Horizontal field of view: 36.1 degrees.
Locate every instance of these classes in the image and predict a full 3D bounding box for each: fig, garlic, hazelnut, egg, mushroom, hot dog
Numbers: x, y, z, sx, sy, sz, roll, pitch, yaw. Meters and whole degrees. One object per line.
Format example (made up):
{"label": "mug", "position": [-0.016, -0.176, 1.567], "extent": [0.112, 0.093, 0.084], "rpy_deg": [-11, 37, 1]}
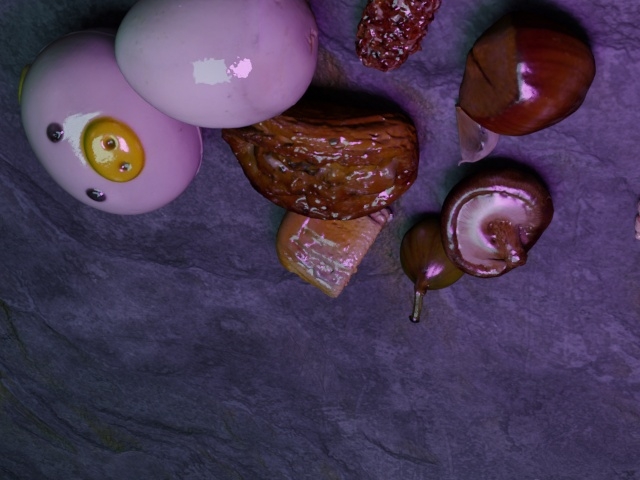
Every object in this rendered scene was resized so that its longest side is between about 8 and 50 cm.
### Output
{"label": "fig", "position": [0.214, 0.041, 1.958], "extent": [0.142, 0.186, 0.148], "rpy_deg": [44, 130, 4]}
{"label": "garlic", "position": [0.287, -0.196, 1.774], "extent": [0.084, 0.066, 0.152], "rpy_deg": [27, 143, 41]}
{"label": "hazelnut", "position": [0.337, -0.268, 1.605], "extent": [0.181, 0.181, 0.212], "rpy_deg": [52, 138, 12]}
{"label": "egg", "position": [-0.177, -0.329, 1.676], "extent": [0.345, 0.283, 0.283], "rpy_deg": [-6, 132, 10]}
{"label": "mushroom", "position": [0.327, -0.044, 1.855], "extent": [0.194, 0.138, 0.231], "rpy_deg": [41, 118, 0]}
{"label": "hot dog", "position": [-0.010, -0.165, 1.855], "extent": [0.388, 0.174, 0.267], "rpy_deg": [9, 146, 17]}

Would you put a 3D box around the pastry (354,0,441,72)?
{"label": "pastry", "position": [0.127, -0.364, 1.650], "extent": [0.115, 0.097, 0.208], "rpy_deg": [36, 140, 3]}

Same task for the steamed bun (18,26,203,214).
{"label": "steamed bun", "position": [-0.397, -0.224, 1.882], "extent": [0.334, 0.334, 0.374], "rpy_deg": [-9, 123, 32]}

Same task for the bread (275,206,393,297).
{"label": "bread", "position": [0.000, 0.000, 2.039], "extent": [0.204, 0.162, 0.262], "rpy_deg": [34, 125, 6]}

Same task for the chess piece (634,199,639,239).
{"label": "chess piece", "position": [0.595, -0.035, 1.811], "extent": [0.035, 0.035, 0.092], "rpy_deg": [12, 141, 14]}
